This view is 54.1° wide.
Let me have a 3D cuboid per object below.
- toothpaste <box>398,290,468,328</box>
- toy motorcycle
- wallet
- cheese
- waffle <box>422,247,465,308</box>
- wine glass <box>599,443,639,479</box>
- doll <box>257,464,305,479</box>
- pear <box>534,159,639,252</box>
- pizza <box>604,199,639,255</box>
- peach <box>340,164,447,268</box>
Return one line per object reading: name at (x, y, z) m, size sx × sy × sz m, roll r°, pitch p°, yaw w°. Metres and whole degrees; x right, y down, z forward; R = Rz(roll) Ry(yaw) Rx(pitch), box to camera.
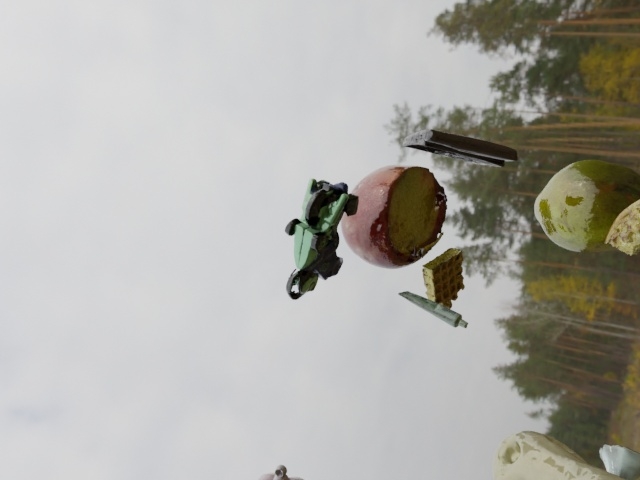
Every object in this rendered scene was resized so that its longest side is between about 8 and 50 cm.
toothpaste at (0.324, 0.195, 1.792) m, size 0.064 × 0.218 × 0.041 m, roll -6°, pitch -63°, yaw -53°
toy motorcycle at (0.000, 0.000, 1.643) m, size 0.196 × 0.125 × 0.331 m, roll -22°, pitch -47°, yaw -51°
wallet at (0.327, -0.219, 1.494) m, size 0.182 × 0.229 × 0.049 m, roll -158°, pitch 79°, yaw -75°
cheese at (0.409, 0.546, 1.177) m, size 0.328 × 0.130 × 0.351 m, roll -65°, pitch 14°, yaw -4°
waffle at (0.430, 0.147, 2.160) m, size 0.161 × 0.055 × 0.210 m, roll -30°, pitch -57°, yaw -29°
wine glass at (0.850, 0.727, 1.802) m, size 0.232 × 0.156 × 0.156 m, roll -55°, pitch -34°, yaw -31°
doll at (-0.094, 0.712, 1.610) m, size 0.094 × 0.160 × 0.365 m, roll -40°, pitch -41°, yaw -50°
pear at (0.729, -0.087, 1.680) m, size 0.269 × 0.321 × 0.268 m, roll -6°, pitch -81°, yaw -39°
pizza at (0.716, -0.029, 1.437) m, size 0.160 × 0.036 × 0.099 m, roll 115°, pitch 153°, yaw -44°
peach at (0.241, -0.081, 2.168) m, size 0.335 × 0.310 × 0.406 m, roll 53°, pitch -130°, yaw -21°
